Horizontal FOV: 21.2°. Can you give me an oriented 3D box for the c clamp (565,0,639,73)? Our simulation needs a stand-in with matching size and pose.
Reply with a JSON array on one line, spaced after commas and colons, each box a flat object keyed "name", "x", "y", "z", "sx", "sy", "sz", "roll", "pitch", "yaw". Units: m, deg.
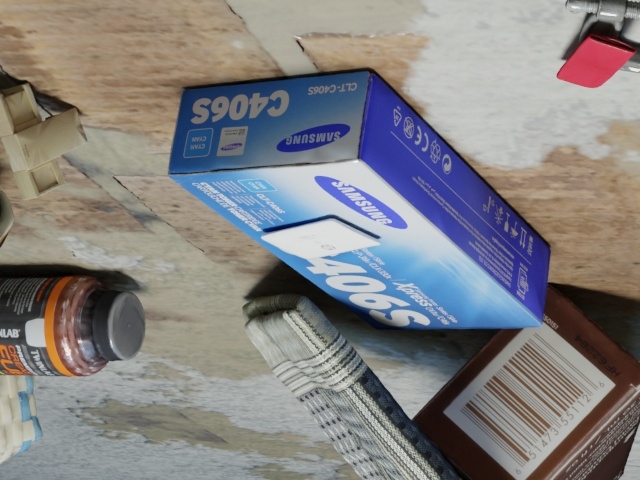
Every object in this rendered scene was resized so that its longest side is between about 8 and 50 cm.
[{"name": "c clamp", "x": 0.225, "y": -0.128, "z": 1.060, "sx": 0.161, "sy": 0.022, "sz": 0.137, "roll": 10, "pitch": 160, "yaw": -2}]

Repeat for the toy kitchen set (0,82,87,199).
[{"name": "toy kitchen set", "x": -0.235, "y": -0.079, "z": 1.338, "sx": 0.075, "sy": 0.083, "sz": 0.068, "roll": -9, "pitch": -165, "yaw": 40}]

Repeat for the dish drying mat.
[{"name": "dish drying mat", "x": 0.177, "y": -0.115, "z": 1.100, "sx": 0.032, "sy": 0.008, "sz": 0.083, "roll": 18, "pitch": 167, "yaw": -3}]

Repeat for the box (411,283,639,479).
[{"name": "box", "x": 0.204, "y": 0.208, "z": 1.691, "sx": 0.143, "sy": 0.191, "sz": 0.381, "roll": 43, "pitch": 169, "yaw": 17}]

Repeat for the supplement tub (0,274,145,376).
[{"name": "supplement tub", "x": -0.280, "y": 0.087, "z": 1.745, "sx": 0.198, "sy": 0.106, "sz": 0.106, "roll": -2, "pitch": 158, "yaw": 26}]

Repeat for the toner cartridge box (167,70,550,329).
[{"name": "toner cartridge box", "x": 0.043, "y": -0.019, "z": 1.359, "sx": 0.165, "sy": 0.075, "sz": 0.348, "roll": -4, "pitch": 156, "yaw": 30}]

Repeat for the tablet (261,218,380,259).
[{"name": "tablet", "x": 0.000, "y": 0.000, "z": 1.310, "sx": 0.054, "sy": 0.006, "sz": 0.083, "roll": 25, "pitch": 156, "yaw": -37}]

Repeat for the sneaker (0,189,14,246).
[{"name": "sneaker", "x": -0.344, "y": -0.014, "z": 1.501, "sx": 0.126, "sy": 0.127, "sz": 0.321, "roll": 25, "pitch": 180, "yaw": -24}]

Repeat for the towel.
[{"name": "towel", "x": 0.039, "y": 0.182, "z": 1.594, "sx": 0.312, "sy": 0.056, "sz": 0.324, "roll": 51, "pitch": 171, "yaw": -4}]

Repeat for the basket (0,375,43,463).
[{"name": "basket", "x": -0.493, "y": 0.204, "z": 1.971, "sx": 0.289, "sy": 0.201, "sz": 0.255, "roll": -15, "pitch": 180, "yaw": -43}]
